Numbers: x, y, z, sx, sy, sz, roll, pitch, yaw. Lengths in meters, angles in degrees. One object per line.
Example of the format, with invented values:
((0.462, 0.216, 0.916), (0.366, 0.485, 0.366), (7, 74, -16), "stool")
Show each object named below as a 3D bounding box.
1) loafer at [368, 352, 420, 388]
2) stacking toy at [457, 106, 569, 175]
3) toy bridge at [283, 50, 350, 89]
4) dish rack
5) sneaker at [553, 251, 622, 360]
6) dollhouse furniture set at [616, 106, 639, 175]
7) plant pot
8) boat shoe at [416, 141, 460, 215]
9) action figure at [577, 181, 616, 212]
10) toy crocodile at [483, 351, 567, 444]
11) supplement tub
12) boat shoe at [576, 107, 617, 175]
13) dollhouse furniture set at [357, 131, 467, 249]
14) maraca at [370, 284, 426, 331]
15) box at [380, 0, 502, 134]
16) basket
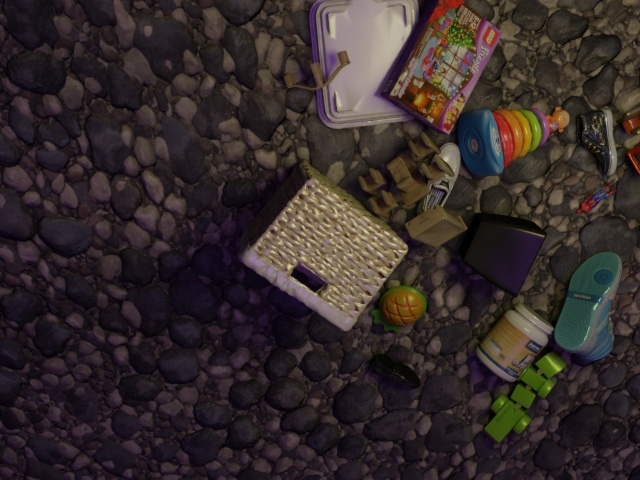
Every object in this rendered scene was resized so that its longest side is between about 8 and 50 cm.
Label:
((0.224, 0.402, 1.763), (0.170, 0.062, 0.061), (32, 124, -8), "loafer")
((0.533, -0.287, 1.541), (0.302, 0.166, 0.175), (-17, 101, -14), "stacking toy")
((-0.004, -0.416, 1.468), (0.188, 0.026, 0.063), (-12, 103, 33), "toy bridge")
((0.124, -0.461, 1.492), (0.285, 0.072, 0.333), (-6, 106, -1), "dish rack")
((0.808, 0.204, 1.714), (0.208, 0.127, 0.319), (36, 81, -39), "sneaker")
((0.959, -0.263, 1.561), (0.259, 0.135, 0.262), (-27, 87, 8), "dollhouse furniture set")
((0.486, 0.018, 1.605), (0.167, 0.188, 0.187), (23, 105, 4), "plant pot")
((0.331, -0.152, 1.590), (0.083, 0.076, 0.226), (13, 105, -7), "boat shoe")
((0.776, -0.115, 1.652), (0.115, 0.030, 0.038), (-39, 99, 13), "action figure")
((0.621, 0.479, 1.785), (0.115, 0.105, 0.340), (37, 106, 30), "toy crocodile")
((0.564, 0.294, 1.698), (0.144, 0.144, 0.200), (33, 102, -12), "supplement tub")
((0.748, -0.262, 1.592), (0.083, 0.065, 0.183), (-11, 100, 1), "boat shoe")
((0.259, -0.116, 1.532), (0.212, 0.161, 0.242), (-34, 64, 23), "dollhouse furniture set")
((0.224, 0.199, 1.680), (0.127, 0.099, 0.186), (37, 126, -4), "maraca")
((0.305, -0.443, 1.464), (0.201, 0.057, 0.293), (26, 93, -24), "box")
((0.000, 0.000, 1.486), (0.328, 0.331, 0.266), (35, 99, -13), "basket")
